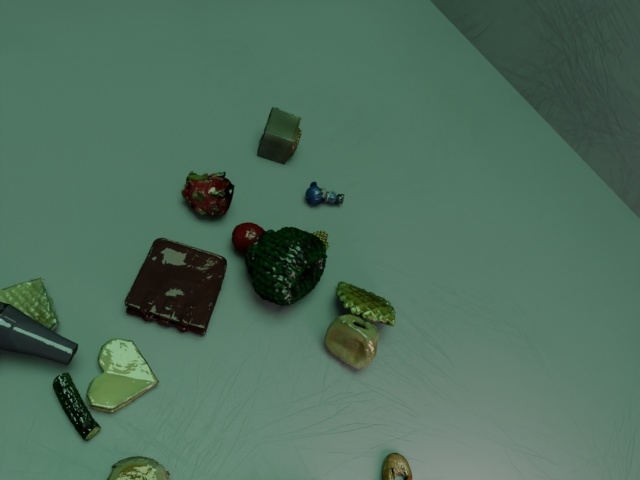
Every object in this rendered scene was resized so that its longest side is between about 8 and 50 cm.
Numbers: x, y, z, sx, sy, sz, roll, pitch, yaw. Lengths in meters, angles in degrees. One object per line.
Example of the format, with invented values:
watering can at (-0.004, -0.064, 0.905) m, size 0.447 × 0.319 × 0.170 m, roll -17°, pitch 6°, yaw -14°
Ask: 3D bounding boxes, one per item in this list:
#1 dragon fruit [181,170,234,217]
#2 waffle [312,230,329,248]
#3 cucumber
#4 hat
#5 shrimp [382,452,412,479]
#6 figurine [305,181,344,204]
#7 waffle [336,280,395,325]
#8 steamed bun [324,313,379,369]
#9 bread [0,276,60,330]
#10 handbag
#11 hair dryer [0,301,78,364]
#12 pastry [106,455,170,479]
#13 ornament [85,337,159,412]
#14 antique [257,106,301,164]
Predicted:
dragon fruit at (-0.392, -0.170, 1.958) m, size 0.172 × 0.160 × 0.166 m, roll 16°, pitch 94°, yaw -4°
waffle at (-0.001, 0.001, 2.064) m, size 0.078 × 0.016 × 0.085 m, roll -10°, pitch 60°, yaw -21°
cucumber at (-0.651, 0.442, 1.497) m, size 0.058 × 0.058 × 0.187 m, roll -27°, pitch 71°, yaw -33°
hat at (-0.166, 0.057, 1.868) m, size 0.333 × 0.242 × 0.274 m, roll 24°, pitch 24°, yaw 26°
shrimp at (0.222, 0.703, 1.646) m, size 0.095 × 0.045 × 0.162 m, roll 34°, pitch 44°, yaw -21°
figurine at (0.013, -0.171, 2.161) m, size 0.149 × 0.086 × 0.087 m, roll 14°, pitch 93°, yaw -25°
waffle at (0.152, 0.210, 1.889) m, size 0.214 × 0.054 × 0.208 m, roll 21°, pitch 13°, yaw -10°
steamed bun at (0.117, 0.304, 1.824) m, size 0.172 × 0.140 × 0.155 m, roll 32°, pitch 29°, yaw 9°
bread at (-0.841, 0.179, 1.597) m, size 0.232 × 0.064 × 0.172 m, roll 19°, pitch 64°, yaw -4°
handbag at (-0.444, 0.141, 1.764) m, size 0.260 × 0.084 × 0.275 m, roll 18°, pitch 53°, yaw -8°
hair dryer at (-0.842, 0.350, 1.449) m, size 0.301 × 0.121 × 0.360 m, roll 26°, pitch 69°, yaw -10°
pastry at (-0.464, 0.620, 1.418) m, size 0.166 × 0.088 × 0.165 m, roll 12°, pitch 52°, yaw -16°
ornament at (-0.544, 0.384, 1.577) m, size 0.180 × 0.059 × 0.201 m, roll 15°, pitch 56°, yaw -11°
antique at (-0.157, -0.408, 2.214) m, size 0.148 × 0.146 × 0.151 m, roll 18°, pitch 53°, yaw -9°
